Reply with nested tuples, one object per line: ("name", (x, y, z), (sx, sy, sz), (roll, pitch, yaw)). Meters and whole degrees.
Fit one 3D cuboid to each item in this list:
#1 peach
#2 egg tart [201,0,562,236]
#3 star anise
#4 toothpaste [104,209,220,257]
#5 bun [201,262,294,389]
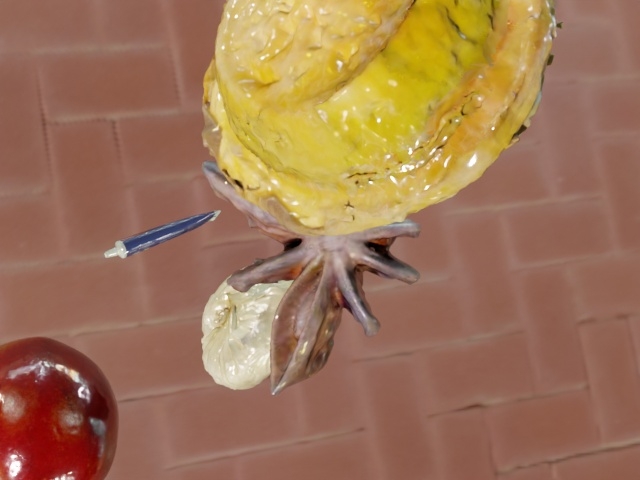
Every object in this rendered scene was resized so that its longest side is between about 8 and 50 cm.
("peach", (-0.379, 0.242, 1.576), (0.244, 0.199, 0.243), (-2, 43, 1))
("egg tart", (0.021, -0.137, 0.844), (0.118, 0.288, 0.288), (31, 65, -48))
("star anise", (-0.001, -0.005, 1.182), (0.198, 0.110, 0.257), (-23, 75, 5))
("toothpaste", (-0.176, -0.007, 1.354), (0.140, 0.037, 0.021), (-22, 83, -26))
("bun", (-0.092, 0.107, 1.634), (0.188, 0.164, 0.111), (-51, 124, -4))
